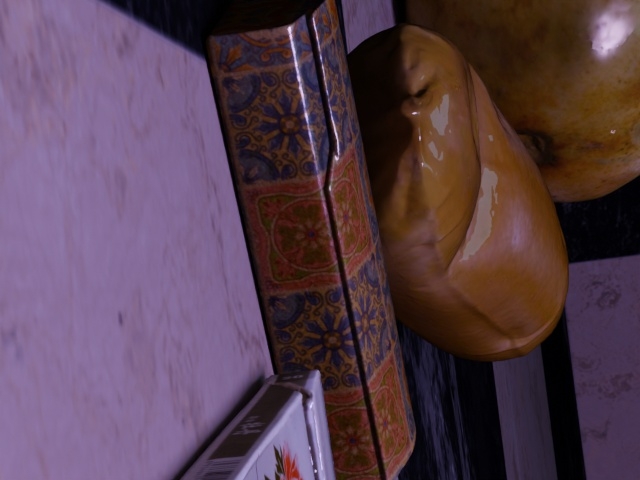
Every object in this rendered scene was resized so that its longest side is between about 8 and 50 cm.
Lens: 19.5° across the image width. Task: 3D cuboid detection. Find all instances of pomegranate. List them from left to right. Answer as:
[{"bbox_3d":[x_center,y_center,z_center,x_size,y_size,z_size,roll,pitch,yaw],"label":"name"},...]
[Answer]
[{"bbox_3d":[0.178,-0.166,1.430,0.260,0.260,0.260,-7,90,-80],"label":"pomegranate"}]

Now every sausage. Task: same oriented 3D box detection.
[{"bbox_3d":[0.062,-0.023,1.012,0.354,0.116,0.134,48,50,-67],"label":"sausage"}]

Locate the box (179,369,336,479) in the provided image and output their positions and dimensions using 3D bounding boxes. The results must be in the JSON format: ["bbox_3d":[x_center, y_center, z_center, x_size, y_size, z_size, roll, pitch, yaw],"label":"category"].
[{"bbox_3d":[-0.019,0.122,0.699,0.198,0.029,0.109,-41,124,-77],"label":"box"}]

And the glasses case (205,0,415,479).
[{"bbox_3d":[0.000,0.000,0.827,0.075,0.049,0.218,-73,154,-67],"label":"glasses case"}]
